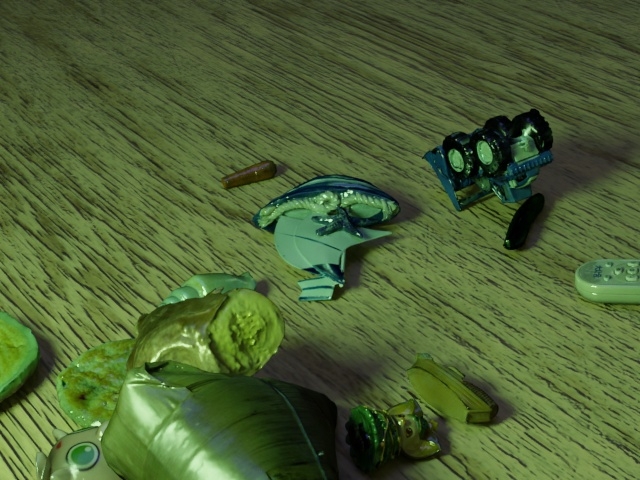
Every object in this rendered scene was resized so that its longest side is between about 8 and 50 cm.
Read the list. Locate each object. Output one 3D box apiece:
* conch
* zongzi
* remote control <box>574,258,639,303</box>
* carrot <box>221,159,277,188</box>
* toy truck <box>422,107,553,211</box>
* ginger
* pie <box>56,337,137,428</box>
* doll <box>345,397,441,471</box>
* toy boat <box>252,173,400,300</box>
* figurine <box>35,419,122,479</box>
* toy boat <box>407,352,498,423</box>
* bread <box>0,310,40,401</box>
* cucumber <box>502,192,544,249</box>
[{"bbox_3d":[-0.155,0.079,1.970,0.180,0.065,0.088,-19,28,-34],"label":"conch"},{"bbox_3d":[-0.014,0.268,1.537,0.360,0.160,0.323,9,30,-51],"label":"zongzi"},{"bbox_3d":[0.447,0.057,1.891,0.221,0.042,0.078,2,28,15],"label":"remote control"},{"bbox_3d":[-0.116,-0.108,2.364,0.093,0.032,0.032,-20,29,-12],"label":"carrot"},{"bbox_3d":[0.258,-0.117,2.163,0.113,0.126,0.208,-23,10,-25],"label":"toy truck"},{"bbox_3d":[-0.166,0.138,1.715,0.219,0.123,0.270,-43,11,-23],"label":"ginger"},{"bbox_3d":[-0.244,0.183,1.816,0.186,0.041,0.187,-4,29,2],"label":"pie"},{"bbox_3d":[0.080,0.229,1.650,0.113,0.077,0.078,8,41,-40],"label":"doll"},{"bbox_3d":[0.027,-0.012,2.108,0.210,0.070,0.291,-18,32,-11],"label":"toy boat"},{"bbox_3d":[-0.248,0.259,1.582,0.138,0.125,0.125,-9,27,-3],"label":"figurine"},{"bbox_3d":[0.154,0.178,1.724,0.049,0.047,0.149,-8,26,-33],"label":"toy boat"},{"bbox_3d":[-0.518,0.177,1.895,0.301,0.045,0.301,-8,25,4],"label":"bread"},{"bbox_3d":[0.296,-0.027,2.102,0.036,0.033,0.184,-20,18,31],"label":"cucumber"}]
